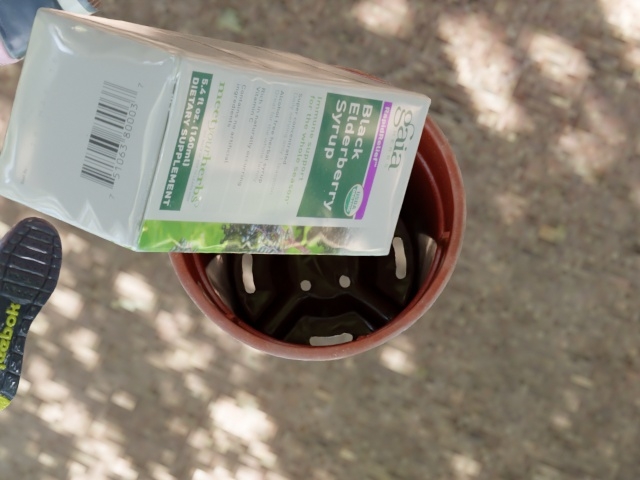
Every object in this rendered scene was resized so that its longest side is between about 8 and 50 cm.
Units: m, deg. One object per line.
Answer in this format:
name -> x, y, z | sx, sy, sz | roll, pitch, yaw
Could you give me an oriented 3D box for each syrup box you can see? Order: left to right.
syrup box -> -0.046, -0.050, 0.921 | 0.096, 0.093, 0.237 | 21, -170, 32

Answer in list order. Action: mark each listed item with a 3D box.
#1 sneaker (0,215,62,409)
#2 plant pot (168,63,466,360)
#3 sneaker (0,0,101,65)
sneaker -> -0.231, 0.049, 1.290 | 0.053, 0.144, 0.059 | 26, 172, -33
plant pot -> 0.000, 0.000, 1.742 | 0.272, 0.272, 0.265 | 22, 170, 7
sneaker -> -0.326, -0.287, 1.505 | 0.319, 0.131, 0.112 | 54, -170, -2
